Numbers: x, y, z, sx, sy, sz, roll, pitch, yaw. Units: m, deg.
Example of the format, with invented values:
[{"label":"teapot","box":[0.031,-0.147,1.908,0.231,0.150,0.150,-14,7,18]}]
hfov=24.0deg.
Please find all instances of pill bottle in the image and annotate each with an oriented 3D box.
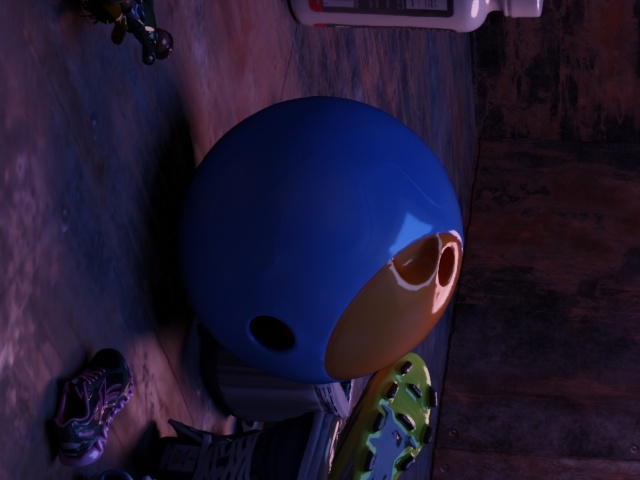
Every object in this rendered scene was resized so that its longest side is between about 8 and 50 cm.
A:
[{"label":"pill bottle","box":[0.128,-0.359,1.944,0.176,0.318,0.176,4,90,-80]}]

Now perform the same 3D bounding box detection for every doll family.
[{"label":"doll family","box":[-0.154,-0.227,1.220,0.111,0.076,0.193,62,31,-61]}]

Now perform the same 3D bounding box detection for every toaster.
[{"label":"toaster","box":[-0.041,0.130,1.707,0.227,0.146,0.129,70,26,-63]}]

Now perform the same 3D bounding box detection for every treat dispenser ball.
[{"label":"treat dispenser ball","box":[0.000,0.000,1.509,0.288,0.288,0.288,4,90,-79]}]

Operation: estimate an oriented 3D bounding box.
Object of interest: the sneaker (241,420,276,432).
[{"label":"sneaker","box":[-0.063,0.190,1.877,0.071,0.068,0.170,104,9,-50]}]

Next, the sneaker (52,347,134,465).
[{"label":"sneaker","box":[-0.191,0.127,1.242,0.119,0.047,0.057,-76,153,-47]}]

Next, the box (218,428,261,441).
[{"label":"box","box":[0.002,0.308,1.655,0.103,0.261,0.184,-66,167,-2]}]

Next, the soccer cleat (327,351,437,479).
[{"label":"soccer cleat","box":[0.028,0.239,1.523,0.093,0.121,0.289,39,62,-34]}]

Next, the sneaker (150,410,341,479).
[{"label":"sneaker","box":[-0.080,0.215,1.430,0.282,0.153,0.099,119,-10,-63]}]

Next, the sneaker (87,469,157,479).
[{"label":"sneaker","box":[-0.156,0.261,1.303,0.297,0.111,0.129,25,64,-79]}]
